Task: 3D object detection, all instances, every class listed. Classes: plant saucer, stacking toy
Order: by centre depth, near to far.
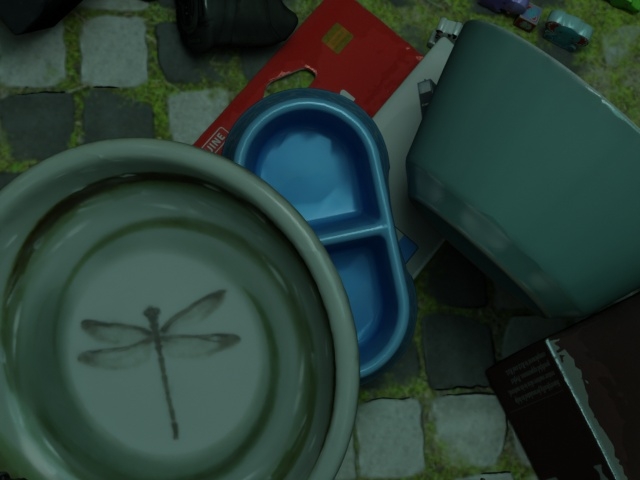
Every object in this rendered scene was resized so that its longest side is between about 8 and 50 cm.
[{"bbox_3d":[-0.150,0.106,1.307,0.400,0.100,0.400,1,95,15],"label":"plant saucer"},{"bbox_3d":[0.239,-0.249,1.584,0.221,0.052,0.167,25,70,-6],"label":"stacking toy"}]

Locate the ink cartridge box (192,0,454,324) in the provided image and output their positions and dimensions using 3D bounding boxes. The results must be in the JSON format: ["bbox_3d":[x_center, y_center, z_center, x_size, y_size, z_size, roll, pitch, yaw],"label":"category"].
[{"bbox_3d":[0.038,-0.098,1.484,0.261,0.066,0.296,40,69,-1],"label":"ink cartridge box"}]

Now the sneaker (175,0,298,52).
[{"bbox_3d":[-0.087,-0.330,1.512,0.130,0.109,0.286,1,81,-23],"label":"sneaker"}]

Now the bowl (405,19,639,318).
[{"bbox_3d":[0.200,-0.043,1.346,0.311,0.311,0.163,42,88,1],"label":"bowl"}]

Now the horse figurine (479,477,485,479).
[{"bbox_3d":[0.180,0.366,1.385,0.174,0.066,0.263,-27,84,-25],"label":"horse figurine"}]

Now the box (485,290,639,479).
[{"bbox_3d":[0.309,0.146,1.423,0.203,0.168,0.167,-23,82,-19],"label":"box"}]

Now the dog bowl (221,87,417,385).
[{"bbox_3d":[0.000,0.000,1.367,0.166,0.074,0.297,-11,92,-2],"label":"dog bowl"}]

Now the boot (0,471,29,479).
[{"bbox_3d":[-0.293,0.213,1.269,0.229,0.091,0.263,14,92,3],"label":"boot"}]

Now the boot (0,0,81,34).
[{"bbox_3d":[-0.306,-0.466,1.346,0.445,0.367,0.146,52,37,7],"label":"boot"}]
